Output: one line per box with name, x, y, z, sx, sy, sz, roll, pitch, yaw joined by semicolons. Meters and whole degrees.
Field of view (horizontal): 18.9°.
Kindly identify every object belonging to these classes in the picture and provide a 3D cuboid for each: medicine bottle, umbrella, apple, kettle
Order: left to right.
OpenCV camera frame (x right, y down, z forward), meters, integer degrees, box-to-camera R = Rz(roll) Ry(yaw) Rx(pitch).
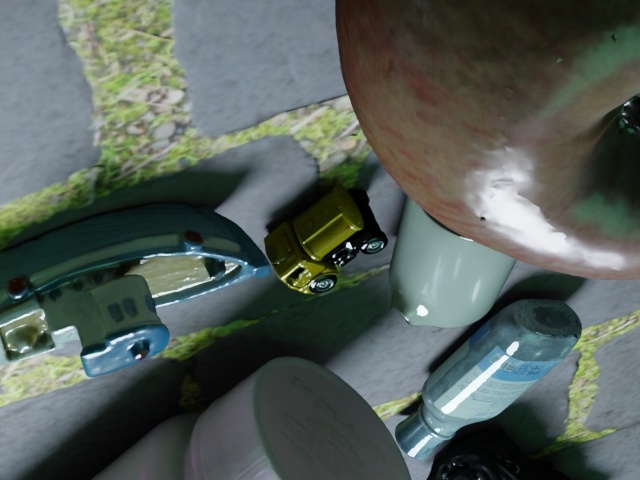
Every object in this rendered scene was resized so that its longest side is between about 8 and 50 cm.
medicine bottle;-0.116;0.273;1.612;0.378;0.213;0.213;-40;147;27
kettle;0.108;-0.015;1.435;0.098;0.127;0.148;14;149;1
medicine bottle;0.141;0.125;1.709;0.090;0.054;0.208;3;144;-40
umbrella;0.212;0.261;1.955;0.118;0.118;0.340;-35;154;21
apple;0.172;-0.131;1.087;0.345;0.269;0.345;-16;150;-10

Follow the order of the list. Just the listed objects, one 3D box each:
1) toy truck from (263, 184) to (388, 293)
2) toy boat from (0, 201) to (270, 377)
toy truck;0.000;0.000;1.409;0.083;0.049;0.054;-37;147;22
toy boat;-0.139;0.045;1.335;0.215;0.102;0.088;-19;153;-9
